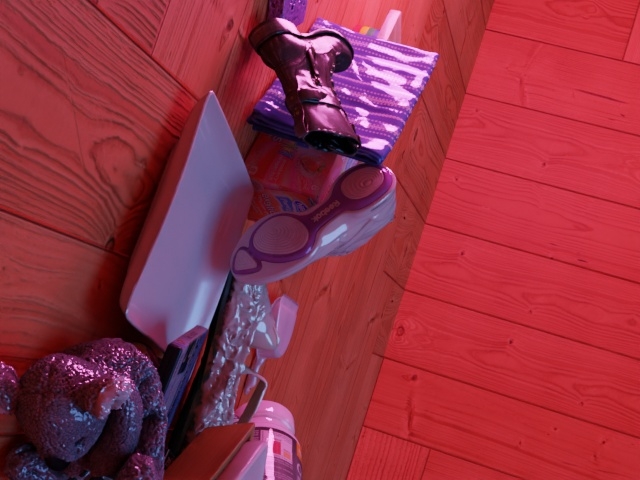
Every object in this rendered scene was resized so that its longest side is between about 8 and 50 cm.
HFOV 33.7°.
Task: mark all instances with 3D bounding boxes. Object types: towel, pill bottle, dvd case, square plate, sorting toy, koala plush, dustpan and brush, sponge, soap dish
[{"bbox_3d":[0.045,-0.264,1.810,0.040,0.243,0.336,97,16,-45],"label":"towel"},{"bbox_3d":[-0.114,0.453,2.037,0.278,0.162,0.162,-92,-174,-52],"label":"pill bottle"},{"bbox_3d":[-0.213,0.213,1.454,0.253,0.022,0.180,-38,150,-88],"label":"dvd case"},{"bbox_3d":[-0.195,0.003,1.559,0.347,0.049,0.344,72,34,-67],"label":"square plate"},{"bbox_3d":[0.088,-0.316,2.226,0.257,0.089,0.255,85,25,-54],"label":"sorting toy"},{"bbox_3d":[-0.285,0.192,1.220,0.221,0.196,0.203,64,33,-69],"label":"koala plush"},{"bbox_3d":[-0.108,0.219,2.173,0.147,0.060,0.211,47,54,-72],"label":"dustpan and brush"},{"bbox_3d":[-0.043,-0.447,1.705,0.117,0.031,0.210,-48,151,-60],"label":"sponge"},{"bbox_3d":[-0.187,0.451,1.658,0.229,0.118,0.290,-44,147,-64],"label":"soap dish"}]

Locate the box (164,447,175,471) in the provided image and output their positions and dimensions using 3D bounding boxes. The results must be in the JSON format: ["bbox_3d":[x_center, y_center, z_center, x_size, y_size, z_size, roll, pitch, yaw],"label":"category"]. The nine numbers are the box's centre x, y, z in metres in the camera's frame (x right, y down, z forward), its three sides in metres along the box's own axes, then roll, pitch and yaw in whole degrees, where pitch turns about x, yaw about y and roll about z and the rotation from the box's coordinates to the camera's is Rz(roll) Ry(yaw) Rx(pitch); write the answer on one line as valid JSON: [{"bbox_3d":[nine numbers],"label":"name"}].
[{"bbox_3d":[-0.282,0.408,1.654,0.180,0.078,0.147,80,30,-61],"label":"box"}]

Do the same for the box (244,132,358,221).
[{"bbox_3d":[-0.013,-0.170,1.880,0.142,0.154,0.300,84,26,-56],"label":"box"}]

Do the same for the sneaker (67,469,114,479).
[{"bbox_3d":[-0.303,0.293,1.458,0.208,0.081,0.094,-52,178,-30],"label":"sneaker"}]

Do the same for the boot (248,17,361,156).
[{"bbox_3d":[0.003,-0.230,1.682,0.091,0.229,0.263,-38,159,31],"label":"boot"}]

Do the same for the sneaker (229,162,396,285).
[{"bbox_3d":[0.000,0.000,1.723,0.305,0.114,0.152,-29,148,-7],"label":"sneaker"}]

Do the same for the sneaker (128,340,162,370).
[{"bbox_3d":[-0.259,0.190,1.541,0.185,0.070,0.084,100,6,-48],"label":"sneaker"}]

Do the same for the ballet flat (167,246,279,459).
[{"bbox_3d":[-0.147,0.201,1.808,0.147,0.147,0.408,-6,115,-75],"label":"ballet flat"}]

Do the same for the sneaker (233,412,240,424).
[{"bbox_3d":[-0.211,0.447,1.901,0.121,0.112,0.299,82,27,-59],"label":"sneaker"}]
